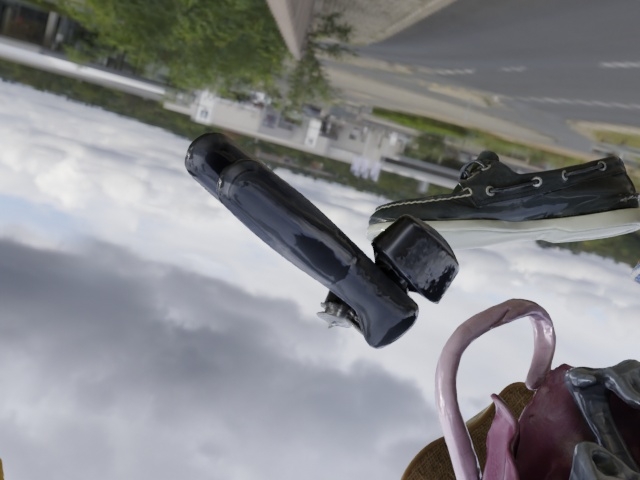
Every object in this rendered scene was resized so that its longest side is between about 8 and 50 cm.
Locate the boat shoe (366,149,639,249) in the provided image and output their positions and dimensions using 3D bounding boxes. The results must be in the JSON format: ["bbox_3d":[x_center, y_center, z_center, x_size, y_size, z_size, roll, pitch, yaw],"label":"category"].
[{"bbox_3d":[0.221,-0.055,1.004,0.340,0.113,0.127,-4,169,0],"label":"boat shoe"}]

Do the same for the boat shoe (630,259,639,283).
[{"bbox_3d":[0.388,0.024,0.920,0.066,0.066,0.183,12,175,26],"label":"boat shoe"}]

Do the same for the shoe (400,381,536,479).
[{"bbox_3d":[0.183,0.255,0.987,0.219,0.058,0.076,-33,-123,-20],"label":"shoe"}]

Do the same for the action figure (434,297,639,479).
[{"bbox_3d":[0.128,0.270,0.584,0.248,0.370,0.276,-10,-144,-35],"label":"action figure"}]

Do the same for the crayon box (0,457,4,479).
[{"bbox_3d":[-0.347,0.298,0.658,0.083,0.203,0.323,49,-175,-43],"label":"crayon box"}]

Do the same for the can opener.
[{"bbox_3d":[0.000,0.000,0.402,0.059,0.073,0.186,28,176,44],"label":"can opener"}]
